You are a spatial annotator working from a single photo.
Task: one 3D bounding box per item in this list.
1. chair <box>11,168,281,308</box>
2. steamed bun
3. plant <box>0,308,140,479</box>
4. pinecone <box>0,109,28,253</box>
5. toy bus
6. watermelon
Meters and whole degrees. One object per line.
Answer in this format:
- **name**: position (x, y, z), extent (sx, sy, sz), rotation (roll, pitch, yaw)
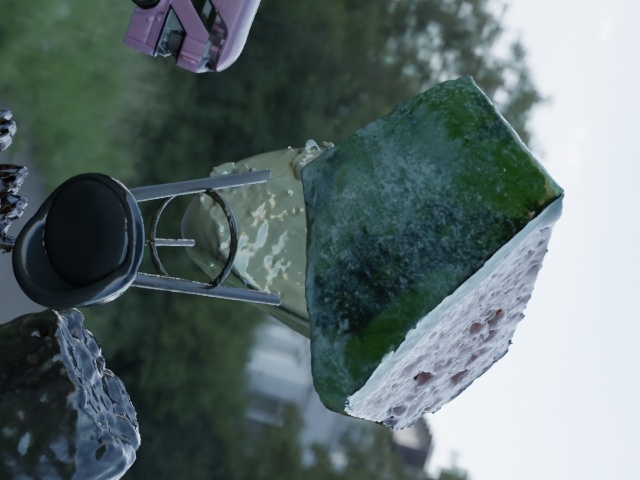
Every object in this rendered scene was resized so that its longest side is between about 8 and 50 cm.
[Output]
- **chair**: position (-0.116, -0.006, 1.112), extent (0.221, 0.104, 0.095), rotation (-6, 118, -55)
- **steamed bun**: position (0.000, 0.000, 2.013), extent (0.233, 0.333, 0.312), rotation (-57, -178, -6)
- **plant**: position (-0.322, 0.175, 1.278), extent (0.320, 0.194, 0.181), rotation (-26, -169, 3)
- **pinecone**: position (-0.302, -0.040, 1.072), extent (0.221, 0.221, 0.221), rotation (-162, -90, -80)
- **toy bus**: position (-0.069, -0.214, 1.051), extent (0.063, 0.090, 0.203), rotation (-64, 178, -69)
- **watermelon**: position (0.069, 0.037, 1.041), extent (0.193, 0.140, 0.257), rotation (-35, 153, -3)
